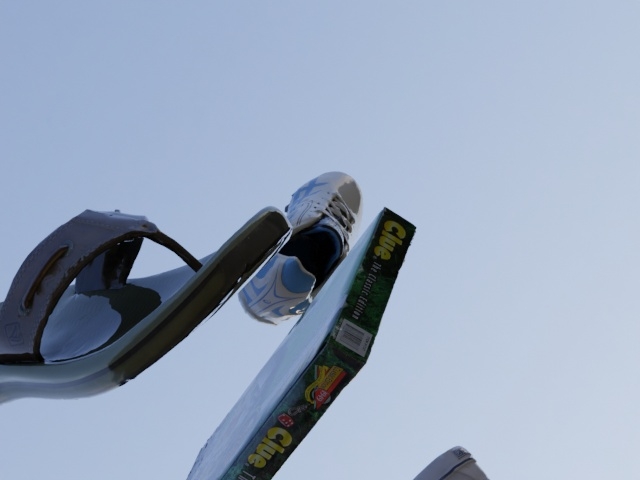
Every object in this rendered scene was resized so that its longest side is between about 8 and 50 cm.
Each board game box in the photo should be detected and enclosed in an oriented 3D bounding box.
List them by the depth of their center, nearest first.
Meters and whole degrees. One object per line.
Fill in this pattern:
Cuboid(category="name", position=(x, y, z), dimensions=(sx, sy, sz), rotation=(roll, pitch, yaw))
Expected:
Cuboid(category="board game box", position=(-0.029, 0.105, 1.052), dimensions=(0.260, 0.030, 0.136), rotation=(-54, 5, 38))

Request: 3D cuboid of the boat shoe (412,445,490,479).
Cuboid(category="boat shoe", position=(0.096, 0.346, 1.939), dimensions=(0.258, 0.084, 0.095), rotation=(-51, -25, 20))

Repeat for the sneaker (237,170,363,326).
Cuboid(category="sneaker", position=(0.000, 0.000, 1.578), dimensions=(0.085, 0.086, 0.237), rotation=(55, -148, -13))

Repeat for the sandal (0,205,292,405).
Cuboid(category="sandal", position=(-0.145, 0.033, 1.005), dimensions=(0.120, 0.303, 0.086), rotation=(-44, -69, -47))
